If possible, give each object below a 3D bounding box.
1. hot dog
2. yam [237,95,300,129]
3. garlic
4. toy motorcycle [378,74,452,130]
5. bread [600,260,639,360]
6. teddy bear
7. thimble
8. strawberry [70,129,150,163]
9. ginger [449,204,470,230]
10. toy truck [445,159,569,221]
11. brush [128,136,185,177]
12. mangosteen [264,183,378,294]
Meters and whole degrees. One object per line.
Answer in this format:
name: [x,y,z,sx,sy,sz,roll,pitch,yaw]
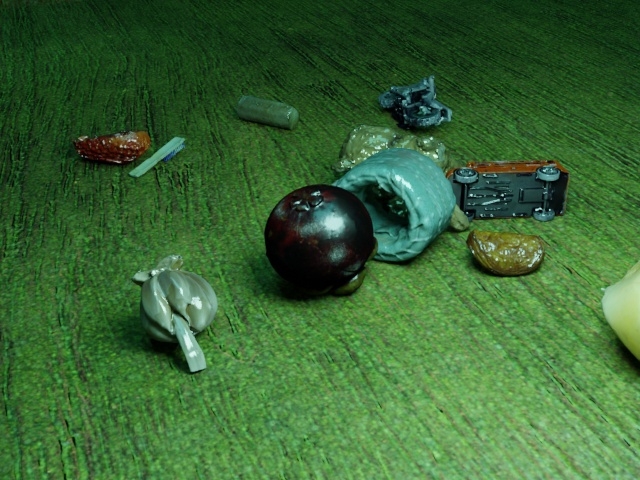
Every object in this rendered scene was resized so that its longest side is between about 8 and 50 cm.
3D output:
hot dog: [0.341,0.018,1.591,0.147,0.065,0.099,5,28,-10]
yam: [-0.136,-0.336,2.251,0.169,0.068,0.068,15,33,28]
garlic: [-0.223,0.128,1.408,0.131,0.127,0.194,-30,63,-10]
toy motorcycle: [0.259,-0.352,2.219,0.159,0.106,0.270,-18,28,-14]
bread: [0.630,0.048,1.334,0.329,0.245,0.424,24,42,39]
teddy bear: [0.156,-0.165,1.844,0.256,0.156,0.267,14,35,30]
thimble: [0.131,-0.074,1.634,0.235,0.198,0.143,21,35,25]
strawberry: [-0.501,-0.224,2.083,0.188,0.082,0.121,-8,9,8]
ginger: [0.234,-0.084,1.699,0.051,0.173,0.069,-34,5,5]
toy truck: [0.373,-0.107,1.770,0.252,0.108,0.114,-1,28,-1]
brush: [-0.390,-0.194,2.064,0.033,0.030,0.178,22,47,25]
mangosteen: [0.000,0.000,1.516,0.209,0.210,0.210,-2,29,1]
